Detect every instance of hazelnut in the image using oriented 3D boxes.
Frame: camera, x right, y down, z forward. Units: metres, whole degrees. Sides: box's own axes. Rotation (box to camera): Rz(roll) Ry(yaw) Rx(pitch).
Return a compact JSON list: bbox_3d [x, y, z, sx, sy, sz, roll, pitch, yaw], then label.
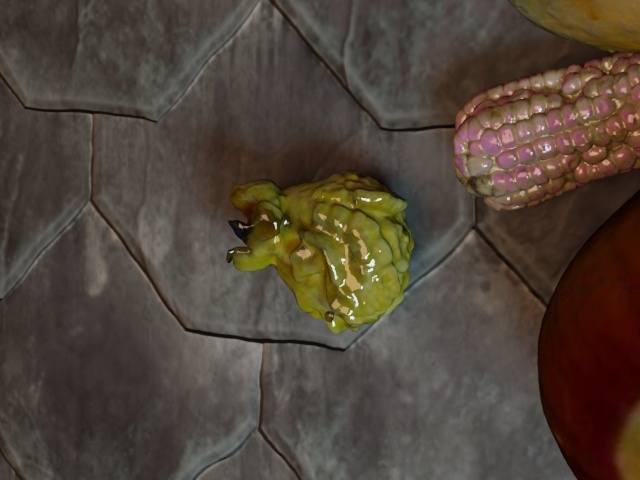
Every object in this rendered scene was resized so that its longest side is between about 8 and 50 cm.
[{"bbox_3d":[0.381,0.077,1.010,0.409,0.359,0.359,-33,82,31],"label":"hazelnut"}]

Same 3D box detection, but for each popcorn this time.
[{"bbox_3d":[0.002,0.009,1.298,0.195,0.173,0.168,3,121,18],"label":"popcorn"}]

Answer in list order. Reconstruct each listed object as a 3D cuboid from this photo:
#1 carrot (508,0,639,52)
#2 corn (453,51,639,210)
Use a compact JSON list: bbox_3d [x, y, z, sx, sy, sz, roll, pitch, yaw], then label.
[{"bbox_3d":[0.307,-0.262,1.011,0.340,0.224,0.224,19,108,50],"label":"carrot"},{"bbox_3d":[0.280,-0.121,1.140,0.335,0.126,0.127,-18,89,27],"label":"corn"}]
